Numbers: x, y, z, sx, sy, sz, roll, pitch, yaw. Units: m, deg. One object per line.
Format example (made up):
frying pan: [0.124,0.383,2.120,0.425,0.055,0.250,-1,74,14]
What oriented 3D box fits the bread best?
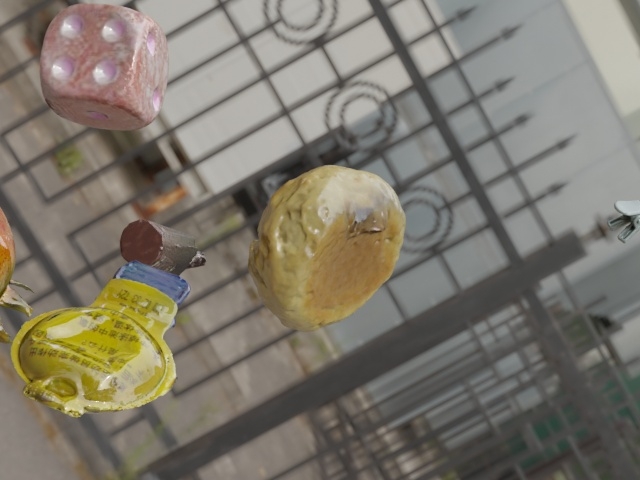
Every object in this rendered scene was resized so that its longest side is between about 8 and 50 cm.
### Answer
bread: [0.000,0.000,1.797,0.134,0.244,0.244,36,-10,35]

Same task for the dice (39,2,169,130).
dice: [-0.191,-0.153,1.209,0.094,0.093,0.091,55,42,-74]

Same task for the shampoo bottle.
shampoo bottle: [-0.211,0.014,1.841,0.068,0.067,0.236,24,-2,8]

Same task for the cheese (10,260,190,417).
cheese: [-0.197,0.092,1.285,0.250,0.156,0.064,-55,164,-56]

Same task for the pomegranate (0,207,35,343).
pomegranate: [-0.466,0.032,1.643,0.256,0.221,0.221,39,14,-22]

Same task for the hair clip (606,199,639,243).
hair clip: [0.339,-0.044,1.346,0.030,0.115,0.039,55,-9,33]
